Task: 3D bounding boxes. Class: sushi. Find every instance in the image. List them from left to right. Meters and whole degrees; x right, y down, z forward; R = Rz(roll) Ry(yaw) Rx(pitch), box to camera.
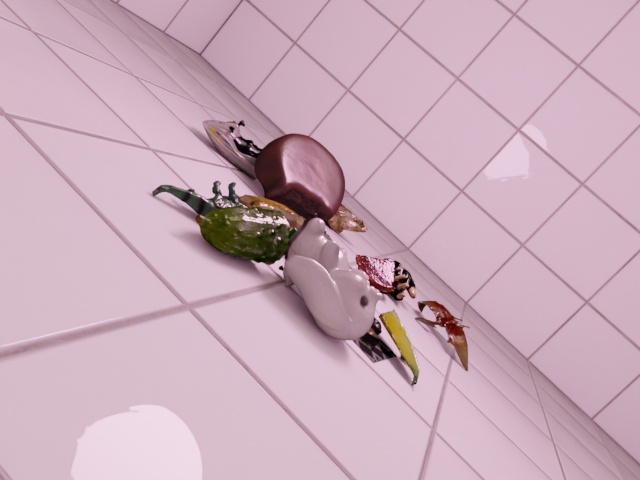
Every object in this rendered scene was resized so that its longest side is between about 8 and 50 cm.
[{"bbox_3d":[0.112,0.217,1.614,0.231,0.047,0.219,46,12,20],"label":"sushi"}]

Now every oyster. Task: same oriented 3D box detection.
[{"bbox_3d":[0.042,-0.124,2.531,0.341,0.110,0.166,39,6,2],"label":"oyster"}]

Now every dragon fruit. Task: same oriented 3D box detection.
[{"bbox_3d":[0.186,0.129,2.162,0.160,0.121,0.127,17,56,-1],"label":"dragon fruit"}]

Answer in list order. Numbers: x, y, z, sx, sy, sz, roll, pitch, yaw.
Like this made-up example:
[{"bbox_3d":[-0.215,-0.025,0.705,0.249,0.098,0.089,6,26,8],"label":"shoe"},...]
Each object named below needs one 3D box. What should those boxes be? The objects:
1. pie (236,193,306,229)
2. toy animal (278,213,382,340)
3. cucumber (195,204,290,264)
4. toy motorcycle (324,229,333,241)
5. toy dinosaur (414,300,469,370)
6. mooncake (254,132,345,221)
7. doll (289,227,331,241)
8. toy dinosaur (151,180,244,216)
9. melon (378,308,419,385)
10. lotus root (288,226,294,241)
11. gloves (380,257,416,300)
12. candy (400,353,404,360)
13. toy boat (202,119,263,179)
[{"bbox_3d":[-0.136,-0.080,1.792,0.128,0.069,0.282,20,-1,39],"label":"pie"},{"bbox_3d":[0.013,0.098,1.430,0.249,0.174,0.289,48,5,-32],"label":"toy animal"},{"bbox_3d":[-0.183,-0.023,1.336,0.244,0.134,0.134,14,29,-53],"label":"cucumber"},{"bbox_3d":[0.000,0.000,2.032,0.193,0.061,0.124,49,16,27],"label":"toy motorcycle"},{"bbox_3d":[0.469,0.342,2.290,0.327,0.113,0.206,36,33,30],"label":"toy dinosaur"},{"bbox_3d":[-0.068,-0.206,2.143,0.325,0.174,0.334,-4,76,-46],"label":"mooncake"},{"bbox_3d":[-0.008,0.054,1.679,0.134,0.106,0.186,5,54,-59],"label":"doll"},{"bbox_3d":[-0.256,-0.095,1.420,0.292,0.079,0.120,36,47,-44],"label":"toy dinosaur"},{"bbox_3d":[0.216,0.279,1.630,0.114,0.053,0.262,51,11,-44],"label":"melon"},{"bbox_3d":[-0.074,0.000,1.771,0.151,0.063,0.072,31,5,-30],"label":"lotus root"},{"bbox_3d":[0.288,0.154,2.281,0.164,0.124,0.203,31,27,-11],"label":"gloves"},{"bbox_3d":[0.238,0.315,1.733,0.035,0.035,0.123,23,6,-6],"label":"candy"},{"bbox_3d":[-0.295,-0.343,2.158,0.269,0.140,0.141,53,5,-26],"label":"toy boat"}]
